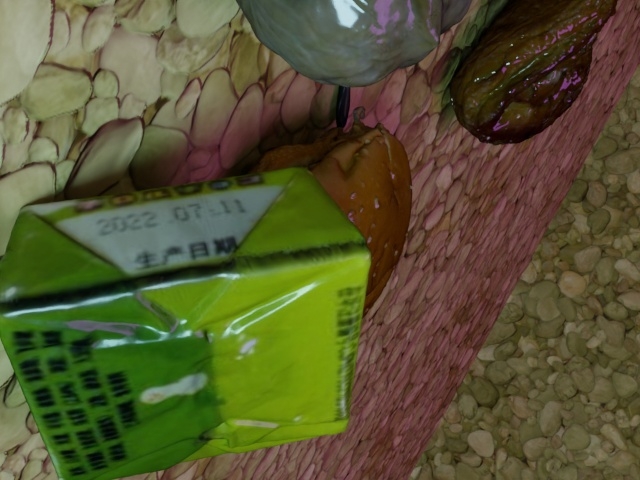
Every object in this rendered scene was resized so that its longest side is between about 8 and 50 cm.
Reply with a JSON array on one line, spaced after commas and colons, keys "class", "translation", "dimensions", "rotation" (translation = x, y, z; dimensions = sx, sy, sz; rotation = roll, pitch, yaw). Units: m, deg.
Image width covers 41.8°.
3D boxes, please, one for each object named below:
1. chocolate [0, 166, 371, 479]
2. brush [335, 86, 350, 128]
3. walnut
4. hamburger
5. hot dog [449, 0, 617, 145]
[{"class": "chocolate", "translation": [-0.118, 0.083, 0.763], "dimensions": [0.289, 0.137, 0.301], "rotation": [-9, 140, -12]}, {"class": "brush", "translation": [0.034, -0.217, 1.020], "dimensions": [0.063, 0.016, 0.193], "rotation": [-40, 151, -37]}, {"class": "walnut", "translation": [0.028, -0.242, 0.716], "dimensions": [0.224, 0.224, 0.224], "rotation": [-46, 154, -30]}, {"class": "hamburger", "translation": [0.000, 0.000, 1.026], "dimensions": [0.290, 0.170, 0.314], "rotation": [-37, 148, -56]}, {"class": "hot dog", "translation": [0.370, -0.324, 1.392], "dimensions": [0.387, 0.174, 0.267], "rotation": [-52, 159, -19]}]
